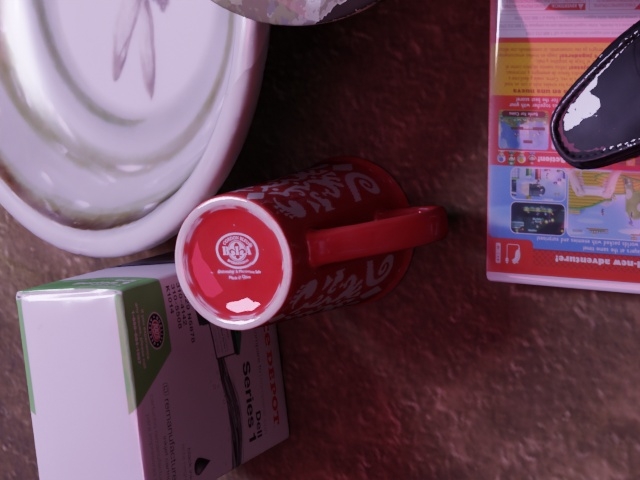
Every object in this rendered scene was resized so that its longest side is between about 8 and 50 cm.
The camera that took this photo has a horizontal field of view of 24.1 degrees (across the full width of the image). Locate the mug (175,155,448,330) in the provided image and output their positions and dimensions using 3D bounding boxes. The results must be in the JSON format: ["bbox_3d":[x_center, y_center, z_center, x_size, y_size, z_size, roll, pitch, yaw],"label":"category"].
[{"bbox_3d":[-0.007,-0.007,1.049,0.150,0.169,0.113,-39,78,28],"label":"mug"}]

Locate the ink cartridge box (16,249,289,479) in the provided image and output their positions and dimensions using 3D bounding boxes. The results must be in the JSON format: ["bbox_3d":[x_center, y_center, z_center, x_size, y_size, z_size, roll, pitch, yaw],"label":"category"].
[{"bbox_3d":[-0.115,0.096,1.096,0.093,0.219,0.160,-4,97,26],"label":"ink cartridge box"}]

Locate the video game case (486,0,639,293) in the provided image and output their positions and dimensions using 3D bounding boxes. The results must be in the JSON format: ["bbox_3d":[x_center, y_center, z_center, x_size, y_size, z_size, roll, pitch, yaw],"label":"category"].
[{"bbox_3d":[0.209,-0.107,1.000,0.204,0.025,0.285,4,99,27],"label":"video game case"}]

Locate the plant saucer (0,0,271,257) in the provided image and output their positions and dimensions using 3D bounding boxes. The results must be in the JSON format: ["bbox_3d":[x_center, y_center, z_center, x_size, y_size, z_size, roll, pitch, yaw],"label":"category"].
[{"bbox_3d":[-0.151,-0.190,1.109,0.400,0.100,0.400,11,105,43],"label":"plant saucer"}]

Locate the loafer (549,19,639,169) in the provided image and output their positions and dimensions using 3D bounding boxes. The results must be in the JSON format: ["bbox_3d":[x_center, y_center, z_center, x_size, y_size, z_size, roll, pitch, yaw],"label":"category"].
[{"bbox_3d":[0.229,-0.119,0.927,0.223,0.078,0.076,-37,80,28],"label":"loafer"}]

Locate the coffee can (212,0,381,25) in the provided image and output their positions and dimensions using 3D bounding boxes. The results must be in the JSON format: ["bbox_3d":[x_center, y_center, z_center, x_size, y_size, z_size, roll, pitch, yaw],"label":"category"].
[{"bbox_3d":[0.038,-0.247,0.883,0.201,0.275,0.201,9,110,25],"label":"coffee can"}]
